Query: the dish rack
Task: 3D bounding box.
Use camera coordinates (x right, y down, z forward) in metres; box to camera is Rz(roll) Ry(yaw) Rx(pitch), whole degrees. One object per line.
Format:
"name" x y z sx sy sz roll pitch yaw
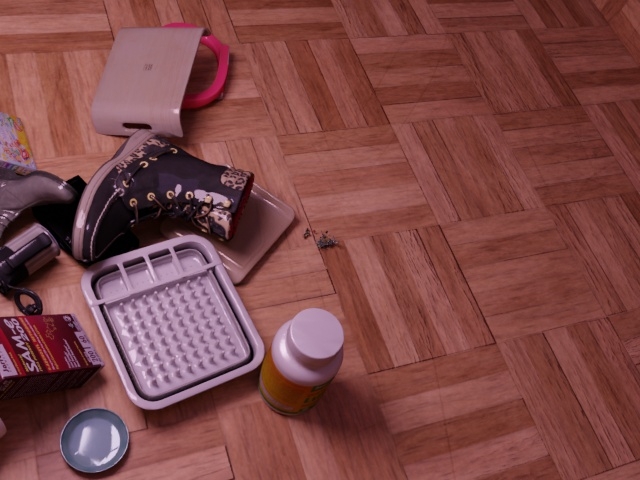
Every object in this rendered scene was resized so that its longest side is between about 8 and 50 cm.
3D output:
"dish rack" -0.298 0.165 1.466 0.285 0.072 0.333 -19 64 -28

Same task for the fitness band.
"fitness band" -0.343 -0.450 1.878 0.208 0.054 0.291 8 55 -9

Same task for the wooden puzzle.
"wooden puzzle" -0.207 -0.039 1.652 0.221 0.044 0.239 34 59 7

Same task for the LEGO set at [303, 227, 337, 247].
"LEGO set" 0.000 -0.002 1.703 0.083 0.023 0.054 31 51 21

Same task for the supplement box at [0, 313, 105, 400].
"supplement box" -0.512 0.202 1.291 0.130 0.073 0.239 52 18 18

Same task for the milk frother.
"milk frother" -0.572 0.061 1.448 0.135 0.129 0.143 -43 120 -34

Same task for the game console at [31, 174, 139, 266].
"game console" -0.431 -0.091 1.614 0.213 0.044 0.361 44 55 13

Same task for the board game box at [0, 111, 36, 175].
"board game box" -0.690 -0.218 1.593 0.103 0.026 0.154 15 43 -56

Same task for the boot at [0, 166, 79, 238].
"boot" -0.616 -0.059 1.474 0.246 0.083 0.161 7 59 24

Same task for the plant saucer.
"plant saucer" -0.411 0.365 1.328 0.119 0.021 0.119 8 56 -12

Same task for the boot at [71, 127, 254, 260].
"boot" -0.315 -0.071 1.506 0.284 0.138 0.377 18 40 1

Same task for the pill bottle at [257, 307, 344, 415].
"pill bottle" -0.035 0.230 1.394 0.136 0.246 0.136 8 56 -12

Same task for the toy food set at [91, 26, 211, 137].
"toy food set" -0.399 -0.387 1.751 0.219 0.092 0.306 4 64 12

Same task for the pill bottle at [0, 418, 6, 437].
"pill bottle" -0.666 0.356 1.168 0.160 0.160 0.283 40 55 11
